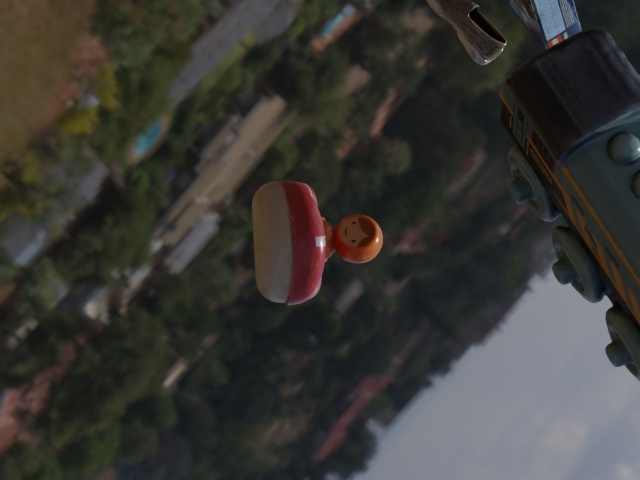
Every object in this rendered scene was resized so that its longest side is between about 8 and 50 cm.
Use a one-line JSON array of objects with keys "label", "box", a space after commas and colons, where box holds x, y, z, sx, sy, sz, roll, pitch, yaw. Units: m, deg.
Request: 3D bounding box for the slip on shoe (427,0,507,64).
[{"label": "slip on shoe", "box": [0.174, -0.277, 1.781, 0.041, 0.135, 0.051, -36, 178, 41]}]

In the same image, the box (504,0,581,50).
[{"label": "box", "box": [0.170, -0.316, 1.476, 0.044, 0.233, 0.159, -34, 147, 2]}]

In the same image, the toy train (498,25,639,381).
[{"label": "toy train", "box": [0.264, -0.022, 1.249, 0.142, 0.334, 0.190, -27, 159, -4]}]

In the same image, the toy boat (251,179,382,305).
[{"label": "toy boat", "box": [0.000, 0.000, 1.782, 0.231, 0.151, 0.151, -13, 99, -84]}]
